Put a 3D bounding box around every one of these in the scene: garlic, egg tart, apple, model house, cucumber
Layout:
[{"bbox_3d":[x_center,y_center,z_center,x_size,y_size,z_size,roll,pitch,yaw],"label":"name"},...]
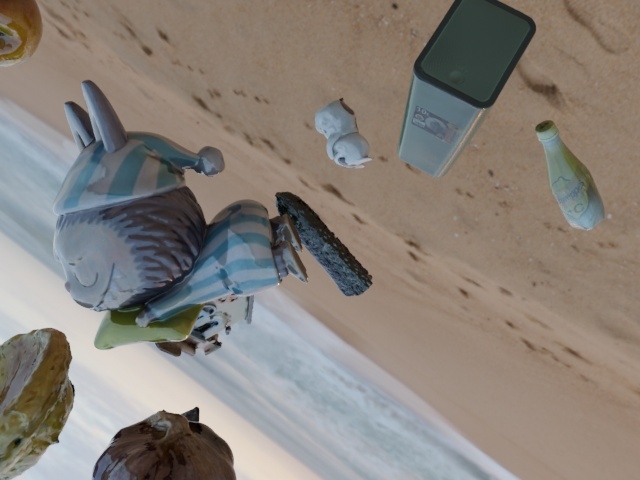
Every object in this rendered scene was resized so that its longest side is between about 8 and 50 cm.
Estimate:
[{"bbox_3d":[-0.260,0.385,0.987,0.244,0.161,0.245,15,-167,-3],"label":"garlic"},{"bbox_3d":[-0.641,0.352,1.164,0.387,0.388,0.169,14,148,50],"label":"egg tart"},{"bbox_3d":[-0.488,-0.331,0.848,0.146,0.146,0.146,33,161,13],"label":"apple"},{"bbox_3d":[-0.255,0.129,1.274,0.326,0.244,0.169,48,-166,-53],"label":"model house"},{"bbox_3d":[-0.001,0.000,1.047,0.245,0.067,0.067,50,159,-16],"label":"cucumber"}]

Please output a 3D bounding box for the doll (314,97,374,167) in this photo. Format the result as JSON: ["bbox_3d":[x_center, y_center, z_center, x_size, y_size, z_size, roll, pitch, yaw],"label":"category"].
[{"bbox_3d":[0.054,-0.263,1.444,0.110,0.106,0.181,126,120,-86],"label":"doll"}]

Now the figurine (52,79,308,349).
[{"bbox_3d":[-0.247,-0.059,0.865,0.266,0.361,0.378,-104,-4,-57],"label":"figurine"}]

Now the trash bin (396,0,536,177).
[{"bbox_3d":[0.278,-0.292,1.177,0.158,0.223,0.343,30,164,10],"label":"trash bin"}]

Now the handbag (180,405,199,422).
[{"bbox_3d":[-0.368,0.519,1.325,0.254,0.211,0.088,-33,134,29],"label":"handbag"}]

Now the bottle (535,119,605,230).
[{"bbox_3d":[0.490,-0.129,1.141,0.083,0.083,0.270,12,150,53],"label":"bottle"}]
